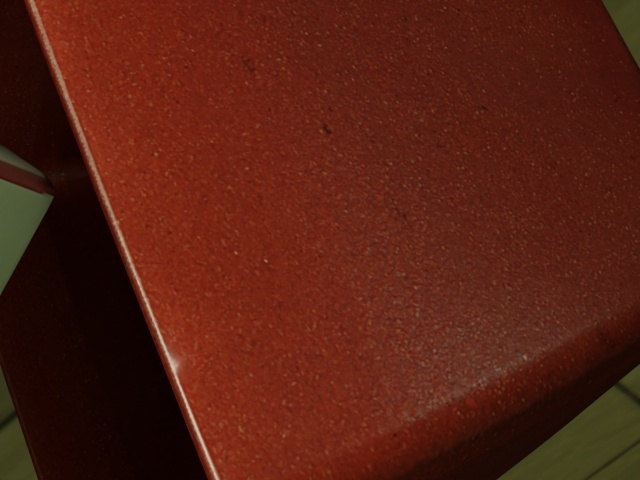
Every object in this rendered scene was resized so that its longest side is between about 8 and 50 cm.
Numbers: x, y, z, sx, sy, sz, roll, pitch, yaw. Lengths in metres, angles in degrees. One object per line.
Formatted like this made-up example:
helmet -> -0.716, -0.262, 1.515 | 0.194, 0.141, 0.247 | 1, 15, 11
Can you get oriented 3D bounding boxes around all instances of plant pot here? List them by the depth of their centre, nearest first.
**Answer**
plant pot -> 0.000, 0.000, 0.550 | 0.236, 0.267, 0.267 | -15, 158, -22

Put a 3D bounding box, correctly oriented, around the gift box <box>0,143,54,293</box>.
gift box -> -0.276, -0.021, 0.386 | 0.258, 0.276, 0.255 | -59, 156, 3
